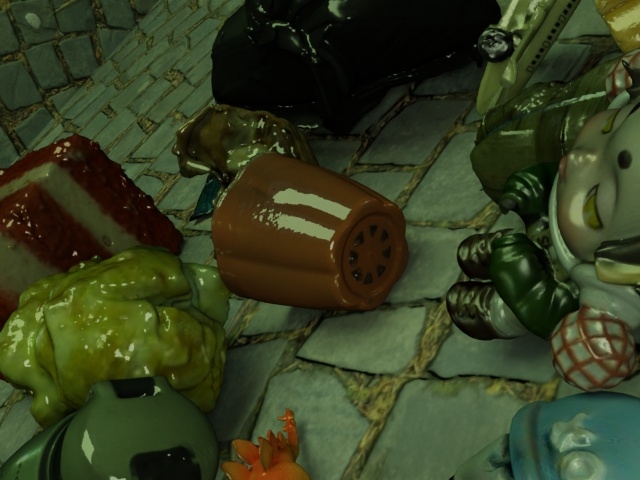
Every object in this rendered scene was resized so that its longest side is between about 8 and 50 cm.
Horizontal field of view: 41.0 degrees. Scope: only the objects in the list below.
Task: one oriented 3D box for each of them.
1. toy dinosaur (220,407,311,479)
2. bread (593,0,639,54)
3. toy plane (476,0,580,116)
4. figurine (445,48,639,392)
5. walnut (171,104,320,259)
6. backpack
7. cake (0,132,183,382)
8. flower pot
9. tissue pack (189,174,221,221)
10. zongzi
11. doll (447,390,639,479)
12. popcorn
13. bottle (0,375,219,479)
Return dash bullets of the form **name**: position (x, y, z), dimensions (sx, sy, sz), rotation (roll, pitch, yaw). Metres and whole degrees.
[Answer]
- **toy dinosaur**: position (-0.041, 0.232, 0.767), dimensions (0.070, 0.117, 0.288), rotation (-34, 33, 18)
- **bread**: position (0.339, -0.238, 0.919), dimensions (0.073, 0.122, 0.149), rotation (-31, 29, 27)
- **toy plane**: position (0.242, -0.249, 0.994), dimensions (0.242, 0.104, 0.256), rotation (-46, -28, -69)
- **figurine**: position (0.224, -0.008, 0.634), dimensions (0.370, 0.167, 0.281), rotation (-36, 31, 59)
- **walnut**: position (-0.083, -0.089, 1.216), dimensions (0.204, 0.141, 0.238), rotation (-34, 70, 29)
- **backpack**: position (0.025, -0.292, 1.223), dimensions (0.364, 0.254, 0.446), rotation (-11, -4, -33)
- **cake**: position (-0.436, 0.043, 1.355), dimensions (0.270, 0.269, 0.319), rotation (-15, 38, 41)
- **flower pot**: position (0.000, 0.000, 0.987), dimensions (0.173, 0.190, 0.190), rotation (15, 61, 42)
- **tissue pack**: position (-0.178, -0.093, 1.472), dimensions (0.085, 0.028, 0.138), rotation (-23, 38, 32)
- **zongzi**: position (0.296, -0.142, 0.841), dimensions (0.251, 0.125, 0.274), rotation (5, 52, 46)
- **doll**: position (0.135, 0.201, 0.566), dimensions (0.314, 0.141, 0.177), rotation (-35, 26, 22)
- **popcorn**: position (-0.237, 0.119, 0.997), dimensions (0.277, 0.276, 0.225), rotation (-21, 43, 35)
- **bottle**: position (-0.217, 0.243, 0.826), dimensions (0.347, 0.169, 0.168), rotation (-41, 22, 48)
